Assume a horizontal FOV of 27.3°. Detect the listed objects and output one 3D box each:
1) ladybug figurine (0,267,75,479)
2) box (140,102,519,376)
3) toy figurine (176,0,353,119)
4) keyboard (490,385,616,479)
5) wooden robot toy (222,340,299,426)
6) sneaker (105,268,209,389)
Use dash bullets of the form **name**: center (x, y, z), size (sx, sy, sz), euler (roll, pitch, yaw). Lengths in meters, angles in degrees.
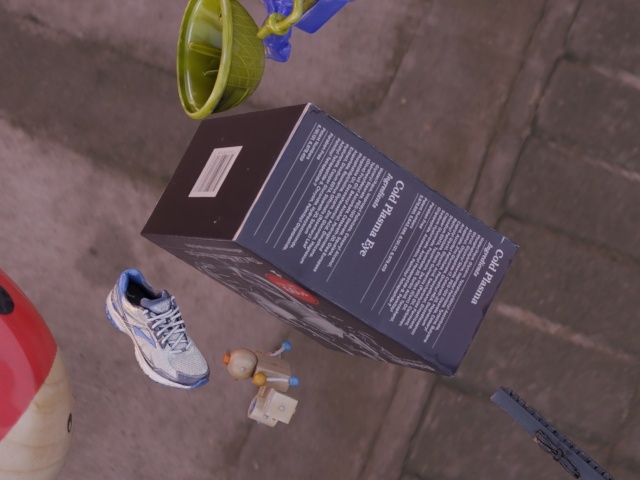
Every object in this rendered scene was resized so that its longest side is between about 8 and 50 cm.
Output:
- **ladybug figurine**: center (-0.438, 0.114, 1.363), size (0.449, 0.162, 0.305), euler (40, 59, -15)
- **box**: center (0.000, 0.000, 1.573), size (0.312, 0.343, 0.179), euler (32, 79, -22)
- **toy figurine**: center (-0.020, -0.261, 1.216), size (0.191, 0.217, 0.363), euler (-32, 55, 34)
- **keyboard**: center (0.255, 0.217, 1.386), size (0.180, 0.108, 0.023), euler (40, 99, 12)
- **wooden robot toy**: center (-0.076, 0.156, 1.472), size (0.079, 0.173, 0.076), euler (24, 105, -14)
- **sneaker**: center (-0.146, 0.078, 1.178), size (0.052, 0.058, 0.135), euler (-24, 56, -40)
